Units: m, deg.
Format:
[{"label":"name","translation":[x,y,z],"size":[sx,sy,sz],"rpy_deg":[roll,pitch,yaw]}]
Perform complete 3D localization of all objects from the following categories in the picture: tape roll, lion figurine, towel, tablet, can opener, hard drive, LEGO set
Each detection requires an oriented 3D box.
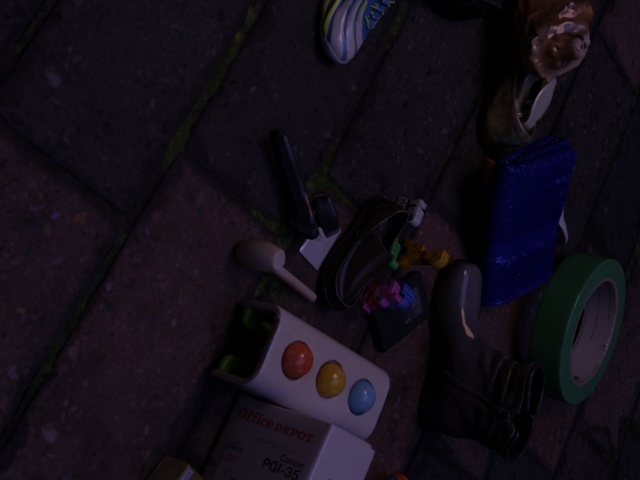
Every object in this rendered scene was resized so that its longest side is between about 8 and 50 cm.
[{"label":"tape roll","translation":[0.549,0.185,1.909],"size":[0.321,0.077,0.321],"rpy_deg":[-25,122,-46]},{"label":"lion figurine","translation":[0.389,-0.499,1.610],"size":[0.240,0.142,0.392],"rpy_deg":[-35,98,-3]},{"label":"towel","translation":[0.397,-0.033,1.726],"size":[0.228,0.076,0.308],"rpy_deg":[-26,129,-40]},{"label":"tablet","translation":[0.000,0.000,1.450],"size":[0.054,0.006,0.083],"rpy_deg":[48,62,-36]},{"label":"can opener","translation":[-0.034,-0.085,1.377],"size":[0.073,0.059,0.186],"rpy_deg":[-26,104,-11]},{"label":"hard drive","translation":[0.138,0.125,1.585],"size":[0.135,0.022,0.094],"rpy_deg":[-33,116,-37]},{"label":"LEGO set","translation":[0.158,0.037,1.522],"size":[0.087,0.093,0.227],"rpy_deg":[46,54,-40]}]

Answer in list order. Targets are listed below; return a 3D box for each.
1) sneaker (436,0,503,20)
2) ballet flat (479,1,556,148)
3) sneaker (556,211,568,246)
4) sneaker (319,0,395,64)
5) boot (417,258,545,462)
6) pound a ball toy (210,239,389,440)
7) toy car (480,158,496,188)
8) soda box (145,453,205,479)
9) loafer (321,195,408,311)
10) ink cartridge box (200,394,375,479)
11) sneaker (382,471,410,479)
[{"label":"sneaker","translation":[0.225,-0.467,1.552],"size":[0.286,0.109,0.130],"rpy_deg":[11,78,-47]},{"label":"ballet flat","translation":[0.409,-0.336,1.732],"size":[0.123,0.123,0.348],"rpy_deg":[31,73,-42]},{"label":"sneaker","translation":[0.494,-0.057,1.888],"size":[0.061,0.054,0.152],"rpy_deg":[-44,122,-35]},{"label":"sneaker","translation":[0.081,-0.392,1.399],"size":[0.091,0.126,0.240],"rpy_deg":[23,79,-43]},{"label":"boot","translation":[0.309,0.210,1.621],"size":[0.118,0.223,0.338],"rpy_deg":[5,92,-44]},{"label":"pound a ball toy","translation":[-0.016,0.158,1.363],"size":[0.319,0.136,0.208],"rpy_deg":[37,70,-41]},{"label":"toy car","translation":[0.358,-0.108,1.759],"size":[0.122,0.040,0.060],"rpy_deg":[42,66,-38]},{"label":"soda box","translation":[-0.235,0.388,1.228],"size":[0.181,0.061,0.058],"rpy_deg":[-53,127,-26]},{"label":"loafer","translation":[0.075,0.019,1.473],"size":[0.080,0.078,0.220],"rpy_deg":[44,65,-38]},{"label":"ink cartridge box","translation":[-0.077,0.383,1.279],"size":[0.117,0.207,0.283],"rpy_deg":[40,67,-41]},{"label":"sneaker","translation":[0.110,0.521,1.578],"size":[0.087,0.083,0.221],"rpy_deg":[-2,91,-30]}]
